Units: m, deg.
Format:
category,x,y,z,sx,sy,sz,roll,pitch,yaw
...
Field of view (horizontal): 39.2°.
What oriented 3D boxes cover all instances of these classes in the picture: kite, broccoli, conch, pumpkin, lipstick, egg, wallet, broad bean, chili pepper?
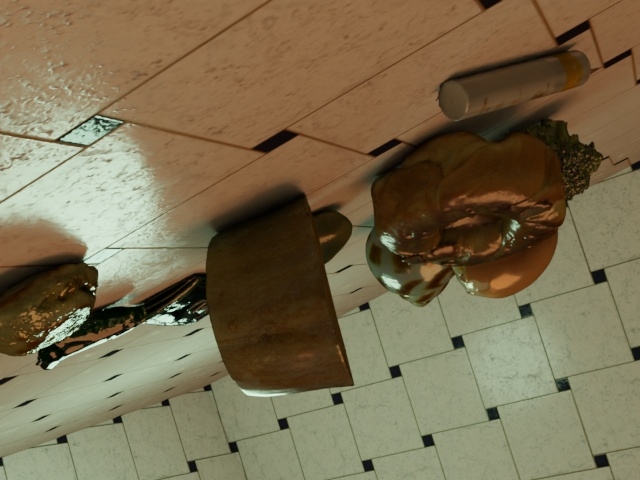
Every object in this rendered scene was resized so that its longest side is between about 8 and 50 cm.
category,x,y,z,sx,sy,sz,roll,pitch,yaw
kite,0.482,-0.297,1.582,0.078,0.002,0.044,-21,170,-20
broccoli,0.444,-0.153,1.779,0.226,0.198,0.176,-68,177,-66
conch,0.229,0.031,2.057,0.250,0.197,0.368,-3,163,13
pumpkin,-0.074,0.100,1.475,0.199,0.332,0.332,-12,170,-2
lipstick,0.282,-0.225,1.293,0.264,0.059,0.059,-20,169,-32
egg,0.373,0.011,1.847,0.245,0.201,0.201,-28,171,-6
wallet,-0.262,0.122,1.830,0.160,0.055,0.236,-34,168,12
broad bean,0.000,0.000,1.728,0.124,0.082,0.174,-18,170,-25
chili pepper,-0.417,0.163,1.623,0.216,0.062,0.108,-24,171,-16

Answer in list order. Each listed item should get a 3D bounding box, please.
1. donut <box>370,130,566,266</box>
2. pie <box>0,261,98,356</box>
category,x,y,z,sx,sy,sz,roll,pitch,yaw
donut,0.262,-0.070,1.611,0.361,0.170,0.360,-5,158,-2
pie,-0.396,0.105,1.266,0.201,0.090,0.248,-26,175,-13
